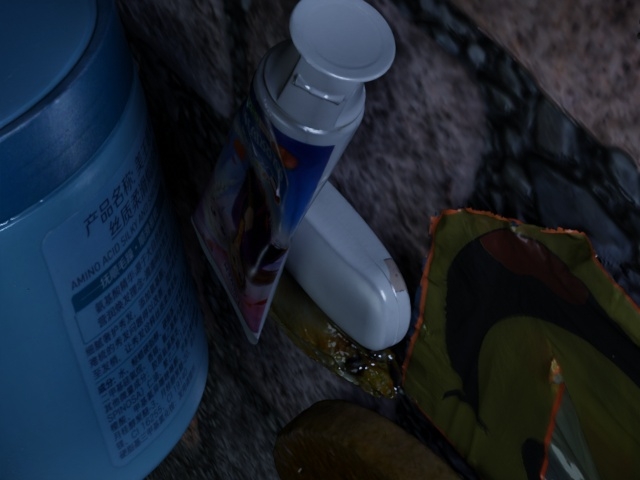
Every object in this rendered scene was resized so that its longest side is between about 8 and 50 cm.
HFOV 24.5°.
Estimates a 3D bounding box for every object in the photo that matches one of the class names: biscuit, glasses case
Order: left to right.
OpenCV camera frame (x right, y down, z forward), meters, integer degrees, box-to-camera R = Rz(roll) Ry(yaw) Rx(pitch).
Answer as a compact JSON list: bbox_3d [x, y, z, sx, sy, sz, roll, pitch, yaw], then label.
[{"bbox_3d":[0.000,0.000,0.897,0.164,0.041,0.063,48,150,33],"label":"glasses case"},{"bbox_3d":[0.067,0.222,1.019,0.273,0.049,0.257,10,129,63],"label":"biscuit"}]

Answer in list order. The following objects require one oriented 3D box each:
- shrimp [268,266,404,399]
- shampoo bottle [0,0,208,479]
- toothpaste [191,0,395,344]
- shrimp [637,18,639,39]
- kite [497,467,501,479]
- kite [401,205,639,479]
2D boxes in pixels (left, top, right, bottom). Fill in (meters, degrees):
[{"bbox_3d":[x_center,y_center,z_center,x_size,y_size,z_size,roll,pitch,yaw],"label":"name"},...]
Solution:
[{"bbox_3d":[0.007,0.061,0.963,0.101,0.042,0.190,59,167,-29],"label":"shrimp"},{"bbox_3d":[-0.269,0.002,1.096,0.331,0.331,0.343,37,150,43],"label":"shampoo bottle"},{"bbox_3d":[-0.028,-0.037,0.843,0.096,0.061,0.266,63,151,21],"label":"toothpaste"},{"bbox_3d":[0.137,-0.135,0.465,0.132,0.051,0.187,64,153,23],"label":"shrimp"},{"bbox_3d":[0.111,0.169,0.925,0.044,0.002,0.078,17,132,60],"label":"kite"},{"bbox_3d":[0.151,0.128,0.780,0.377,0.013,0.328,13,129,59],"label":"kite"}]
